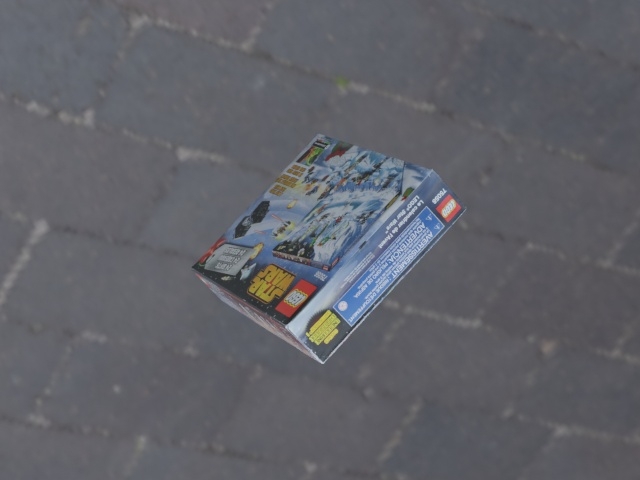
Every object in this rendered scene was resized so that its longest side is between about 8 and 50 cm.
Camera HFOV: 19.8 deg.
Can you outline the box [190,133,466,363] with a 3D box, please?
[{"bbox_3d":[0.000,0.000,0.837,0.094,0.137,0.027,-46,112,-8],"label":"box"}]
